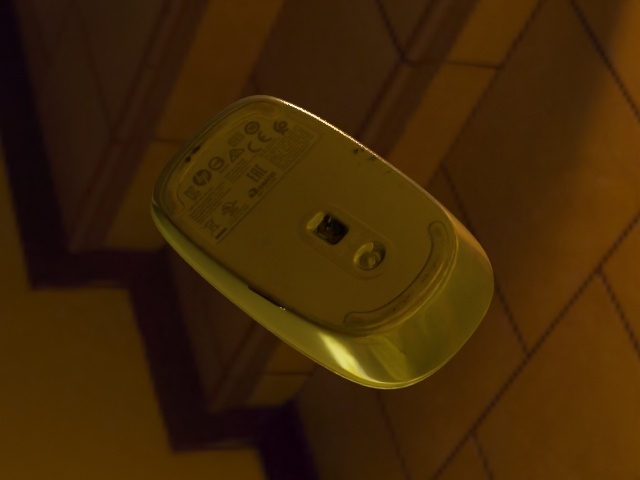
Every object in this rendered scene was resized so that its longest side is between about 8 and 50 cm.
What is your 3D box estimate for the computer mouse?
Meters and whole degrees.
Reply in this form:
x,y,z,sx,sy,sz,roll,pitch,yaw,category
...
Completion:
x,y,z,sx,sy,sz,roll,pitch,yaw,category
0.002,0.003,1.129,0.288,0.159,0.097,34,165,32,computer mouse
